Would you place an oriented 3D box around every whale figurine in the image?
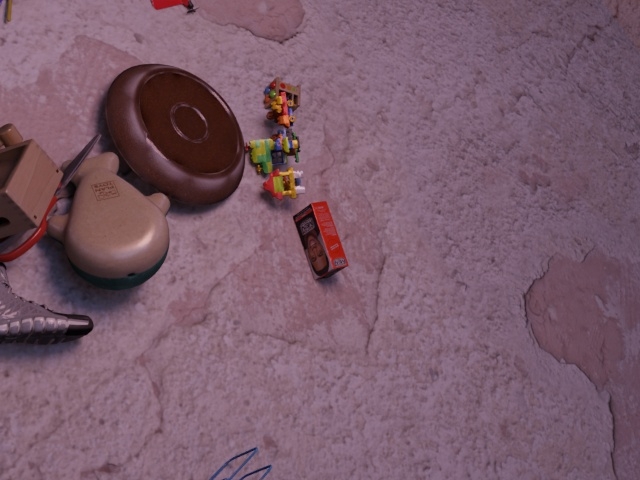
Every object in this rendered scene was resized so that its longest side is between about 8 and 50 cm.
[{"bbox_3d":[-0.366,-0.030,1.652,0.216,0.141,0.272,-16,54,-21],"label":"whale figurine"}]

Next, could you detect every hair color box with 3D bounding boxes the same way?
[{"bbox_3d":[0.000,0.000,1.912,0.043,0.072,0.141,-10,75,-38],"label":"hair color box"}]

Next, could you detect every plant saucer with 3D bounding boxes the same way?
[{"bbox_3d":[-0.259,-0.214,1.813,0.310,0.050,0.311,26,48,-32],"label":"plant saucer"}]

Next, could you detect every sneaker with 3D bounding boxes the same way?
[{"bbox_3d":[-0.479,0.096,1.528,0.228,0.086,0.132,2,66,-33],"label":"sneaker"}]

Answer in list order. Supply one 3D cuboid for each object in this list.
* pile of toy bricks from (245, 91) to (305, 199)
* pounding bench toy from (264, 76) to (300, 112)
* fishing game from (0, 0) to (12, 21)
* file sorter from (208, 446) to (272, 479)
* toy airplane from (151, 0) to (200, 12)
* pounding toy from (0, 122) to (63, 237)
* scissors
[{"bbox_3d":[-0.099,-0.184,1.925,0.105,0.118,0.212,-7,89,-8],"label":"pile of toy bricks"},{"bbox_3d":[-0.083,-0.290,2.001,0.065,0.052,0.083,15,61,-29],"label":"pounding bench toy"},{"bbox_3d":[-0.660,-0.482,1.676,0.264,0.041,0.189,21,53,-36],"label":"fishing game"},{"bbox_3d":[-0.110,0.449,1.600,0.170,0.118,0.104,51,46,-4],"label":"file sorter"},{"bbox_3d":[-0.302,-0.537,1.980,0.151,0.028,0.151,14,63,-29],"label":"toy airplane"},{"bbox_3d":[-0.518,-0.096,1.562,0.094,0.181,0.206,56,30,-37],"label":"pounding toy"},{"bbox_3d":[-0.445,-0.074,1.602,0.109,0.021,0.297,25,56,33],"label":"scissors"}]
